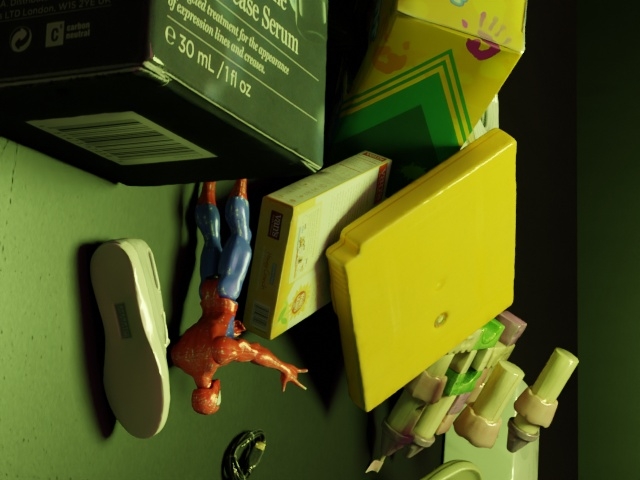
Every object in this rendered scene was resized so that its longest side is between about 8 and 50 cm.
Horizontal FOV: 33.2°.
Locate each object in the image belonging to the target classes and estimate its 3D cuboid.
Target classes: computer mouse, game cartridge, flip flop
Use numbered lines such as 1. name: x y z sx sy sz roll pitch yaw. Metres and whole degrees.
1. computer mouse: -0.096 0.297 1.160 0.242 0.041 0.071 -67 146 -47
2. game cartridge: 0.139 0.044 1.396 0.285 0.052 0.324 -33 140 -21
3. flip flop: 0.141 0.412 1.541 0.277 0.080 0.112 -24 125 -30

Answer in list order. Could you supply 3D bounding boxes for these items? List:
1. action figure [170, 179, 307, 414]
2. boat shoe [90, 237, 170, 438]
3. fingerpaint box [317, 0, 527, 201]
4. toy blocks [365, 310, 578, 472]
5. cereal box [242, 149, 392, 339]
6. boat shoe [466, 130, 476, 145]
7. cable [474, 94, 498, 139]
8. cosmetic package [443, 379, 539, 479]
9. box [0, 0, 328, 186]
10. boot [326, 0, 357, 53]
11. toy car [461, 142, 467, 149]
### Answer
1. action figure: -0.080 0.056 1.137 0.139 0.091 0.280 32 57 -44
2. boat shoe: -0.167 0.087 0.990 0.063 0.066 0.184 -22 99 -65
3. fingerpaint box: 0.143 -0.324 1.421 0.371 0.163 0.445 118 -13 -59
4. toy blocks: 0.188 0.226 1.688 0.288 0.309 0.260 0 121 -56
5. cereal box: 0.000 0.000 1.293 0.240 0.047 0.173 -29 135 -55
6. boat shoe: 0.249 -0.107 1.937 0.341 0.121 0.110 53 45 -39
7. cable: 0.277 -0.265 2.037 0.257 0.089 0.257 22 68 -66
8. cosmetic package: 0.329 0.384 2.043 0.224 0.138 0.224 43 49 -58
9. box: -0.140 -0.271 0.884 0.293 0.212 0.396 23 66 -65
10. boot: -0.023 -0.400 1.269 0.348 0.131 0.260 44 54 -73
11. toy car: 0.149 -0.160 1.691 0.136 0.159 0.182 33 49 -18
